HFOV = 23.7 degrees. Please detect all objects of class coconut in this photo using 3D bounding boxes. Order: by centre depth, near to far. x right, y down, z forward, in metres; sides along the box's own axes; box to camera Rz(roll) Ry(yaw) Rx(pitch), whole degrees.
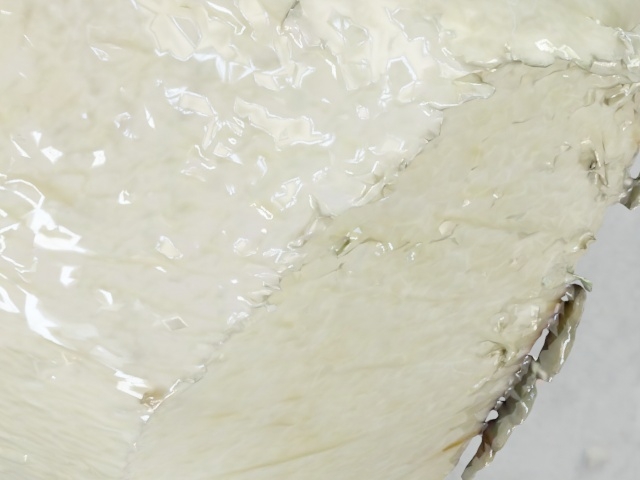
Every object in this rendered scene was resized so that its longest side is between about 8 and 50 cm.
[{"bbox_3d":[-0.077,-0.075,0.513,0.360,0.346,0.346,22,76,-9],"label":"coconut"}]
